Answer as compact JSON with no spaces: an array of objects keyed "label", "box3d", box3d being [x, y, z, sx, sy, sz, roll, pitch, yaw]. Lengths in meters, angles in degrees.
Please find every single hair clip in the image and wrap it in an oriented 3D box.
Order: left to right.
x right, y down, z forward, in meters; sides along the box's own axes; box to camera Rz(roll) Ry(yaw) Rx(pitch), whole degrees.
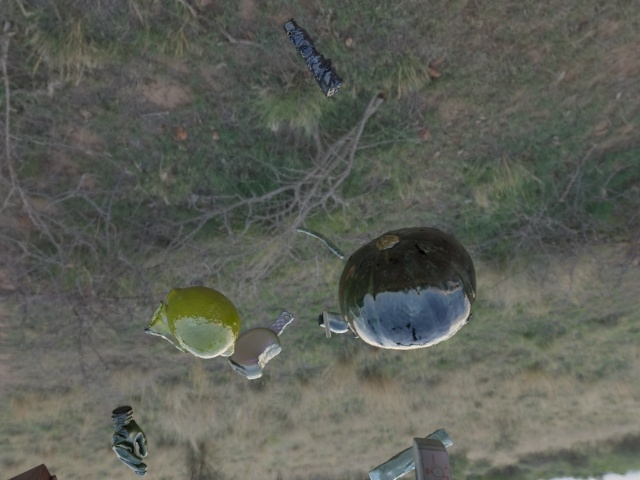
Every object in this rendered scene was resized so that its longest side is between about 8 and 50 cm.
[{"label":"hair clip","box3d":[0.001,-0.002,1.795,0.036,0.229,0.066,-64,162,16]}]

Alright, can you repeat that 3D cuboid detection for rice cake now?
[{"label":"rice cake","box3d":[0.307,0.740,1.568,0.336,0.066,0.063,-17,152,-29]}]

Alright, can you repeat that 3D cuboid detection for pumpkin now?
[{"label":"pumpkin","box3d":[0.267,0.140,1.454,0.454,0.454,0.344,-15,105,4]}]

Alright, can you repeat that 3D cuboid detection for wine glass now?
[{"label":"wine glass","box3d":[0.103,0.416,2.321,0.222,0.103,0.103,20,142,-22]}]

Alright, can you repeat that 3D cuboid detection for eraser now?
[{"label":"eraser","box3d":[0.292,0.649,1.160,0.089,0.352,0.061,6,126,1]}]

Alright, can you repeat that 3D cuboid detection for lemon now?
[{"label":"lemon","box3d":[-0.324,0.219,1.274,0.248,0.184,0.184,45,136,-2]}]

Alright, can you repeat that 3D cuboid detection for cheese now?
[{"label":"cheese","box3d":[-0.196,0.356,1.634,0.163,0.286,0.082,26,143,31]}]

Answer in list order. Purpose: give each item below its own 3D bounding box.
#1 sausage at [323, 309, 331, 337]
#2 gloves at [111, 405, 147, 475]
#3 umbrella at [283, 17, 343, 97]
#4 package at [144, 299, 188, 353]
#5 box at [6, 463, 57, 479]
[{"label":"sausage","box3d":[0.029,0.374,2.076,0.024,0.132,0.024,-7,-167,2]},{"label":"gloves","box3d":[-0.713,0.752,1.721,0.107,0.268,0.135,-21,177,23]},{"label":"umbrella","box3d":[-0.017,-0.489,1.228,0.071,0.224,0.080,-37,-177,-13]},{"label":"package","box3d":[-0.631,0.373,1.980,0.226,0.168,0.090,30,-175,7]},{"label":"box","box3d":[-0.862,0.745,1.260,0.215,0.086,0.215,-23,-166,-15]}]
